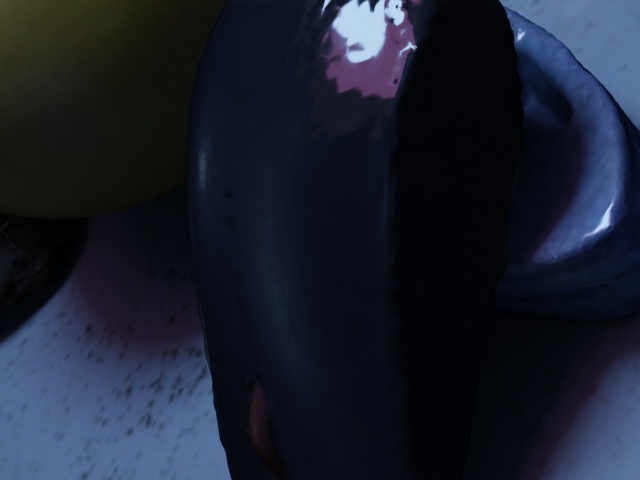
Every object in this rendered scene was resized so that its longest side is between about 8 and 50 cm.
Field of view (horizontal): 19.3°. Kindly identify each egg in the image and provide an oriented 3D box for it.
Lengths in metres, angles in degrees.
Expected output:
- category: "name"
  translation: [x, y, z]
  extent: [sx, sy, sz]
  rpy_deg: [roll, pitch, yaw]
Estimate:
- category: "egg"
  translation: [-0.130, -0.138, 0.996]
  extent: [0.250, 0.250, 0.322]
  rpy_deg: [-29, 15, 27]

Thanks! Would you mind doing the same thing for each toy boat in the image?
- category: "toy boat"
  translation: [0.066, -0.040, 0.849]
  extent: [0.127, 0.078, 0.283]
  rpy_deg: [-49, 34, -2]

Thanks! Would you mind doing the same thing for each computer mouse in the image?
- category: "computer mouse"
  translation: [-0.004, -0.001, 0.772]
  extent: [0.168, 0.087, 0.295]
  rpy_deg: [11, 97, 56]

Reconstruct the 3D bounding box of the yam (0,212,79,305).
- category: "yam"
  translation: [-0.278, -0.061, 1.081]
  extent: [0.131, 0.280, 0.131]
  rpy_deg: [-37, 27, 23]
